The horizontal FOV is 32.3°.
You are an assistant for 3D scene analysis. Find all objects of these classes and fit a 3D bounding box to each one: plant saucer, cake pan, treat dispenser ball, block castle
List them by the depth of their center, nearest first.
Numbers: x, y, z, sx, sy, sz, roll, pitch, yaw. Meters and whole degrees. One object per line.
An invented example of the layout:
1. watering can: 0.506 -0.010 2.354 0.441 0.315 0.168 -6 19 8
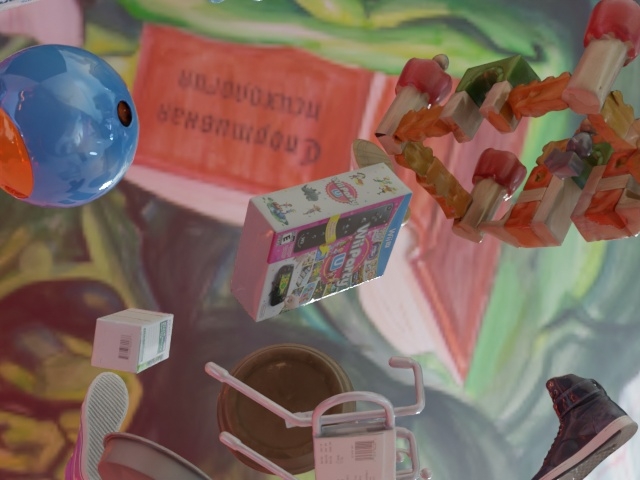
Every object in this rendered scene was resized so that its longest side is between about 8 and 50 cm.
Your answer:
1. block castle: 0.333 -0.169 1.633 0.303 0.212 0.453 45 150 -26
2. treat dispenser ball: -0.463 -0.199 1.937 0.288 0.288 0.288 2 -171 0
3. cake pan: -0.281 0.454 1.994 0.293 0.293 0.054 8 -129 35
4. plant saucer: -0.068 0.324 2.179 0.278 0.277 0.041 2 152 4

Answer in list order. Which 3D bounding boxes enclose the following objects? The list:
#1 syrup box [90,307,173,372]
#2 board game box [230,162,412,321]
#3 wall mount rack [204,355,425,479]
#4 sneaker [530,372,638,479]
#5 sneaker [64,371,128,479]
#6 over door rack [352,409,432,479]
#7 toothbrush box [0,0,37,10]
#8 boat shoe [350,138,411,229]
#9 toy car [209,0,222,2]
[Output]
1. syrup box: -0.368 0.195 2.188 0.096 0.093 0.237 8 -178 8
2. board game box: 0.000 0.000 2.013 0.303 0.224 0.097 -19 -128 -34
3. wall mount rack: -0.005 0.274 1.604 0.304 0.350 0.130 -4 -130 -1
4. sneaker: 0.427 0.341 1.966 0.163 0.226 0.086 54 -172 36
5. sneaker: -0.524 0.444 2.511 0.102 0.282 0.161 23 142 -23
6. over door rack: 0.173 0.486 2.037 0.108 0.324 0.239 -25 -168 -3
7. toothbrush box: -0.528 -0.501 1.839 0.206 0.122 0.283 -27 175 -37
8. boat shoe: 0.117 -0.115 2.501 0.098 0.096 0.277 5 -136 -24
9. toy car: -0.174 -0.588 1.993 0.210 0.238 0.219 -15 -128 -47
